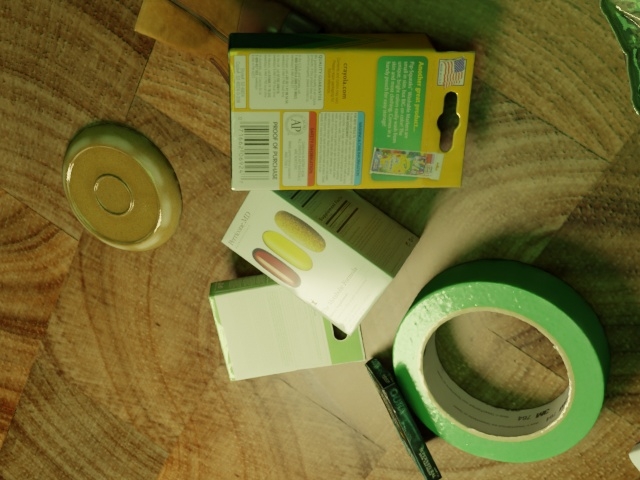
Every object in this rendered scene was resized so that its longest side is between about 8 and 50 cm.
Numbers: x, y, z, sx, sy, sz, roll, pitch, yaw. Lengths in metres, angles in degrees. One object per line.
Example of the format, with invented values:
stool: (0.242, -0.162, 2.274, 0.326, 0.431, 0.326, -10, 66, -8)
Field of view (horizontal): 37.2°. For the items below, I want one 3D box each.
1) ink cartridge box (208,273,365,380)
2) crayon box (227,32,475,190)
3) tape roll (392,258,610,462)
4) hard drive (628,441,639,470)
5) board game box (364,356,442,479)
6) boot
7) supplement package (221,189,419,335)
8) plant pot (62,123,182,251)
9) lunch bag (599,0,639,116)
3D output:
ink cartridge box: (-0.054, 0.136, 1.585, 0.235, 0.056, 0.171, -10, 114, 3)
crayon box: (0.037, -0.176, 1.304, 0.322, 0.083, 0.203, 0, 119, -4)
tape roll: (0.272, 0.187, 1.446, 0.321, 0.077, 0.321, 10, 119, 19)
hard drive: (0.608, 0.330, 1.313, 0.210, 0.040, 0.319, 50, 144, 3)
board game box: (0.132, 0.290, 1.542, 0.026, 0.126, 0.186, -27, 106, -5)
boot: (-0.161, -0.257, 1.397, 0.280, 0.096, 0.264, 28, 126, 11)
supplement package: (0.000, 0.000, 1.435, 0.244, 0.134, 0.139, 35, 125, 4)
plant pot: (-0.345, -0.081, 1.614, 0.236, 0.032, 0.236, 10, 120, 19)
lunch bag: (0.466, -0.272, 1.013, 0.287, 0.235, 0.169, -14, 111, 30)
